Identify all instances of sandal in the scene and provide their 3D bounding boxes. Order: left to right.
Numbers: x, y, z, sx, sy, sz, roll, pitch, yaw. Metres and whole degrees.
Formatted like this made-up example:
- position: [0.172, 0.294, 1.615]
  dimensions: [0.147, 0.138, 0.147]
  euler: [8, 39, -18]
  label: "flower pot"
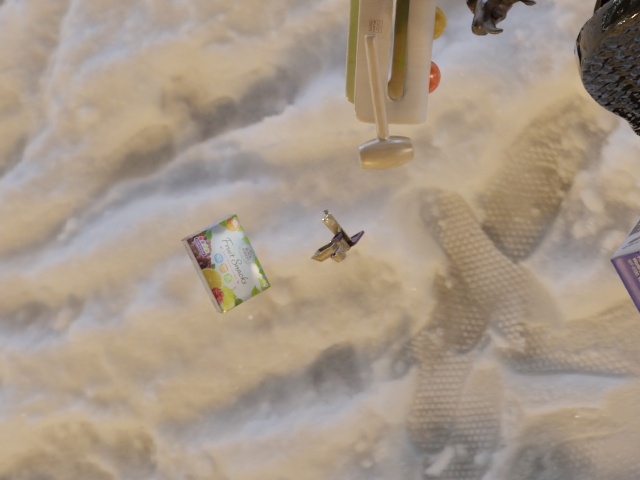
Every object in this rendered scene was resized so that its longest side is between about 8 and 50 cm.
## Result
- position: [0.281, -0.170, 0.758]
  dimensions: [0.168, 0.446, 0.107]
  euler: [-17, 81, 16]
  label: "sandal"

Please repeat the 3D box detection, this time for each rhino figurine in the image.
- position: [0.213, -0.332, 1.177]
  dimensions: [0.106, 0.073, 0.243]
  euler: [-31, 37, 35]
  label: "rhino figurine"

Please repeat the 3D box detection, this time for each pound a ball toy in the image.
- position: [0.115, -0.275, 1.346]
  dimensions: [0.136, 0.208, 0.319]
  euler: [0, 111, -6]
  label: "pound a ball toy"

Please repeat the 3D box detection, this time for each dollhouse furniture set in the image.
- position: [0.000, 0.000, 1.734]
  dimensions: [0.081, 0.091, 0.114]
  euler: [49, 135, -11]
  label: "dollhouse furniture set"

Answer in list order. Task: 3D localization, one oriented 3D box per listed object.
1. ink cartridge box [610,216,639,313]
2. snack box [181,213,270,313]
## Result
- position: [0.489, 0.054, 1.345]
  dimensions: [0.065, 0.333, 0.165]
  euler: [-29, 91, 32]
  label: "ink cartridge box"
- position: [-0.160, 0.039, 1.645]
  dimensions: [0.037, 0.100, 0.141]
  euler: [-1, 117, 65]
  label: "snack box"
